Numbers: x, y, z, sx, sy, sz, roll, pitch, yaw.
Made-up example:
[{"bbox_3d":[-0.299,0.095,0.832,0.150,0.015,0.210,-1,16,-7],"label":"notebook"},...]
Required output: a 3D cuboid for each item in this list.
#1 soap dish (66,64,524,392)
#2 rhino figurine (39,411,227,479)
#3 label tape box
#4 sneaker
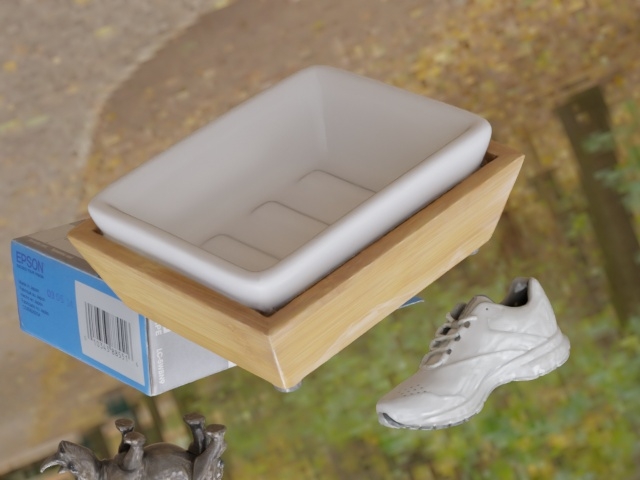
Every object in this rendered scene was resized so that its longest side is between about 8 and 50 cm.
[{"bbox_3d":[-0.015,-0.016,1.391,0.229,0.118,0.291,23,-136,39],"label":"soap dish"},{"bbox_3d":[-0.239,0.288,2.270,0.243,0.106,0.073,-4,-158,-3],"label":"rhino figurine"},{"bbox_3d":[-0.100,0.029,1.744,0.334,0.106,0.241,-18,-156,-36],"label":"label tape box"},{"bbox_3d":[0.181,0.144,2.230,0.297,0.129,0.111,-29,-161,-31],"label":"sneaker"}]
